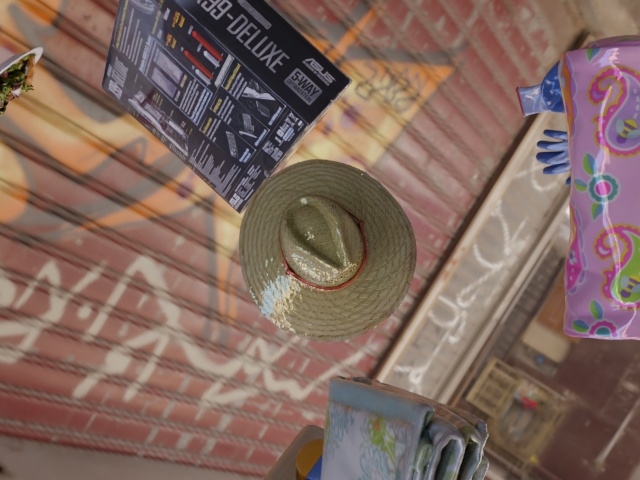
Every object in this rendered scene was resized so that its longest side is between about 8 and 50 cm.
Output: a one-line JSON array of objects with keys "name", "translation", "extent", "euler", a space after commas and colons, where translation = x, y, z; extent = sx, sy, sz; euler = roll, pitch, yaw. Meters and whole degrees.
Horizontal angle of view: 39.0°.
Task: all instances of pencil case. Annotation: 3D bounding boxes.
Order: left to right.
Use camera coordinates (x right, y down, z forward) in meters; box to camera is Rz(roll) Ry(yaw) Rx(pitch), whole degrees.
[{"name": "pencil case", "translation": [0.282, -0.044, 0.832], "extent": [0.124, 0.284, 0.124], "euler": [-4, -171, 1]}]

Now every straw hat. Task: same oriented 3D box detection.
[{"name": "straw hat", "translation": [0.000, 0.000, 0.661], "extent": [0.144, 0.144, 0.061], "euler": [32, 172, 11]}]

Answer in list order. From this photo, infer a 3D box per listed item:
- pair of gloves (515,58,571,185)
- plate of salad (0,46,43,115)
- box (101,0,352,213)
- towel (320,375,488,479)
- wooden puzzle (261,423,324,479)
[{"name": "pair of gloves", "translation": [0.374, -0.177, 1.327], "extent": [0.159, 0.023, 0.198], "euler": [-7, 112, 40]}, {"name": "plate of salad", "translation": [-0.507, -0.231, 1.430], "extent": [0.048, 0.200, 0.200], "euler": [47, 178, -12]}, {"name": "box", "translation": [-0.123, -0.176, 1.023], "extent": [0.242, 0.076, 0.307], "euler": [42, 156, -2]}, {"name": "towel", "translation": [0.061, 0.318, 0.969], "extent": [0.090, 0.321, 0.374], "euler": [10, 175, -12]}, {"name": "wooden puzzle", "translation": [0.013, 0.496, 1.632], "extent": [0.347, 0.322, 0.081], "euler": [17, 138, 32]}]
